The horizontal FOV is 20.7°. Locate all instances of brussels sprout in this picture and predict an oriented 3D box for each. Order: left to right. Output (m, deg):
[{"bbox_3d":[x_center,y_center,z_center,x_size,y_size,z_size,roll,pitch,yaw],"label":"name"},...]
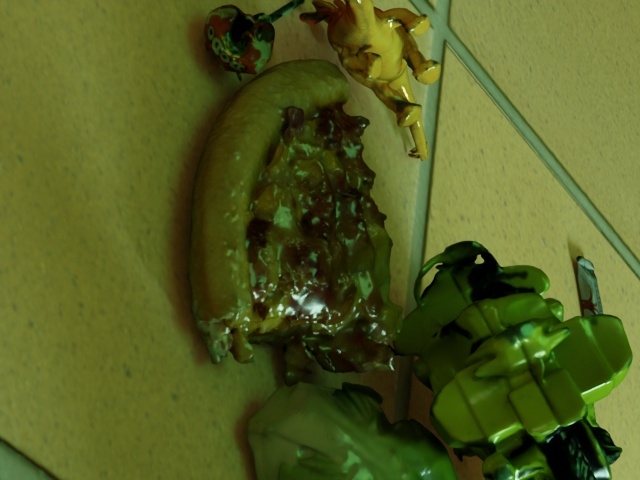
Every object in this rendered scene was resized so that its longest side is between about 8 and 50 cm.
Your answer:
[{"bbox_3d":[0.027,0.173,1.206,0.181,0.100,0.139,56,47,-34],"label":"brussels sprout"}]

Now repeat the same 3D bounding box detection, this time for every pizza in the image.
[{"bbox_3d":[0.000,0.000,1.256,0.228,0.081,0.289,56,33,-27],"label":"pizza"}]

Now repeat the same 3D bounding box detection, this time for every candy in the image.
[{"bbox_3d":[-0.042,-0.164,1.321,0.055,0.049,0.184,56,23,-6],"label":"candy"}]

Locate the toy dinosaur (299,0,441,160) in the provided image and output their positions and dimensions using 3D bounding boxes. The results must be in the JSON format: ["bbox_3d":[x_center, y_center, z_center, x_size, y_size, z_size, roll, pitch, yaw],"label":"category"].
[{"bbox_3d":[0.041,-0.153,1.388,0.117,0.070,0.288,50,-2,23],"label":"toy dinosaur"}]

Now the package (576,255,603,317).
[{"bbox_3d":[0.269,0.070,1.726,0.037,0.015,0.110,21,56,-53],"label":"package"}]

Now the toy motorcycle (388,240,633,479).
[{"bbox_3d":[0.142,0.099,1.286,0.206,0.142,0.342,55,-1,1],"label":"toy motorcycle"}]
